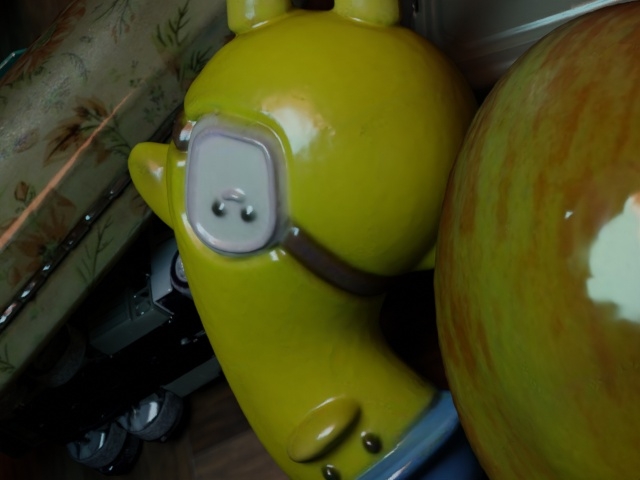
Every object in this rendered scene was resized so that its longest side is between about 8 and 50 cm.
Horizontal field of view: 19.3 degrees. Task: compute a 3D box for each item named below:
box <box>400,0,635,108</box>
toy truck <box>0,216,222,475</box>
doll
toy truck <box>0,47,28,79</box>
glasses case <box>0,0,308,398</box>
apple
[{"bbox_3d":[0.135,-0.134,1.009,0.172,0.093,0.124,-14,67,30],"label":"box"},{"bbox_3d":[-0.119,0.049,1.112,0.253,0.114,0.124,-32,48,21],"label":"toy truck"},{"bbox_3d":[0.000,0.000,0.966,0.199,0.145,0.363,2,108,20],"label":"doll"},{"bbox_3d":[-0.206,-0.039,1.191,0.216,0.116,0.110,-43,56,15],"label":"toy truck"},{"bbox_3d":[-0.167,-0.015,1.047,0.425,0.098,0.156,-50,29,-7],"label":"glasses case"},{"bbox_3d":[0.195,0.027,0.803,0.302,0.301,0.301,-12,68,31],"label":"apple"}]
